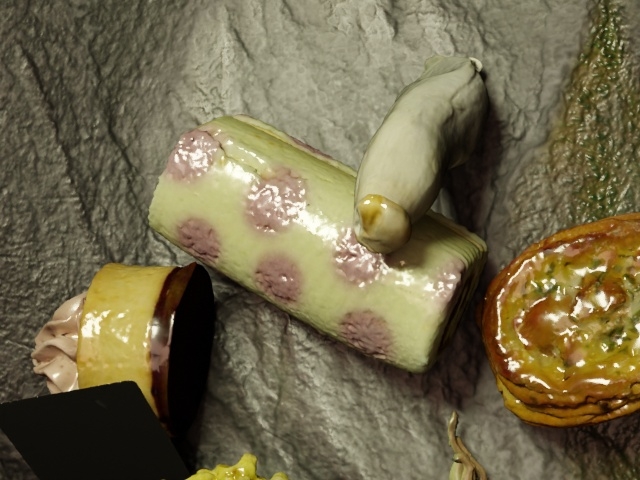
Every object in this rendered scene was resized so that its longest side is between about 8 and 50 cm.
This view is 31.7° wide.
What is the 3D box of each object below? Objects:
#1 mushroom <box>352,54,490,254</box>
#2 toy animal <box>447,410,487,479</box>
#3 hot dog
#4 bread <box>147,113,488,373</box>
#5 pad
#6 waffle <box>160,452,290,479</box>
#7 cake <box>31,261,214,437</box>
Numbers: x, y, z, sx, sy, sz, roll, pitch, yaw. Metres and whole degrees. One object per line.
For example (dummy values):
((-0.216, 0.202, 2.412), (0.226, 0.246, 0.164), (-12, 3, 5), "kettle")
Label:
((0.102, -0.102, 1.134), (0.097, 0.351, 0.109), (15, 122, 14), "mushroom")
((0.135, 0.290, 1.186), (0.086, 0.069, 0.219), (0, 88, -11), "toy animal")
((0.299, 0.081, 1.150), (0.272, 0.122, 0.196), (-19, 74, 10), "hot dog")
((0.000, 0.000, 1.184), (0.338, 0.187, 0.155), (28, 107, 12), "bread")
((-0.223, 0.237, 1.186), (0.160, 0.265, 0.009), (-10, 44, 9), "pad")
((-0.101, 0.362, 1.198), (0.291, 0.051, 0.291), (1, 101, 4), "waffle")
((-0.219, 0.110, 1.209), (0.178, 0.185, 0.207), (9, 97, 9), "cake")
